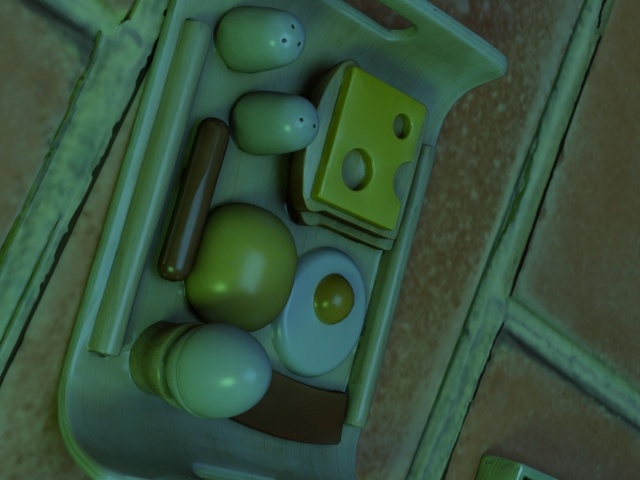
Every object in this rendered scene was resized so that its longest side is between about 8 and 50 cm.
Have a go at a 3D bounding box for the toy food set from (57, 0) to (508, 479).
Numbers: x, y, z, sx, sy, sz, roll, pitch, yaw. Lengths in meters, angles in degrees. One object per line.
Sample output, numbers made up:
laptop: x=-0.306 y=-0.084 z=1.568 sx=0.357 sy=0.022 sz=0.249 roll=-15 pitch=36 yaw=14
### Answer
toy food set: x=0.000 y=0.000 z=0.654 sx=0.220 sy=0.092 sz=0.306 roll=22 pitch=80 yaw=-41

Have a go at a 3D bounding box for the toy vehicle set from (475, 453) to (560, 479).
toy vehicle set: x=0.188 y=0.276 z=0.892 sx=0.267 sy=0.035 sz=0.166 roll=29 pitch=75 yaw=-40
